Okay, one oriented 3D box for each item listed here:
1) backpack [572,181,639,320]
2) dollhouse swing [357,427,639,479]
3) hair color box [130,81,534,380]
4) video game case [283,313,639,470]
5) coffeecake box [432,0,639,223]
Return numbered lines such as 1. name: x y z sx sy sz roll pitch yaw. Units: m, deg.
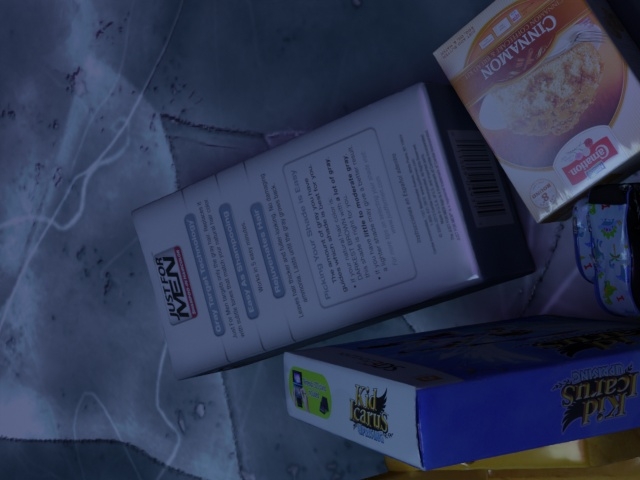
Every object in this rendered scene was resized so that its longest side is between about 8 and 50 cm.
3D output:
1. backpack: 0.267 0.008 1.004 0.084 0.105 0.114 -1 94 57
2. dollhouse swing: 0.147 0.339 0.989 0.315 0.305 0.347 -9 88 35
3. hair color box: 0.000 0.000 1.182 0.374 0.113 0.185 -21 81 34
4. video game case: 0.139 0.107 0.943 0.244 0.269 0.061 -176 81 -67
5. coffeecake box: 0.208 -0.130 1.052 0.142 0.068 0.185 -38 73 30
